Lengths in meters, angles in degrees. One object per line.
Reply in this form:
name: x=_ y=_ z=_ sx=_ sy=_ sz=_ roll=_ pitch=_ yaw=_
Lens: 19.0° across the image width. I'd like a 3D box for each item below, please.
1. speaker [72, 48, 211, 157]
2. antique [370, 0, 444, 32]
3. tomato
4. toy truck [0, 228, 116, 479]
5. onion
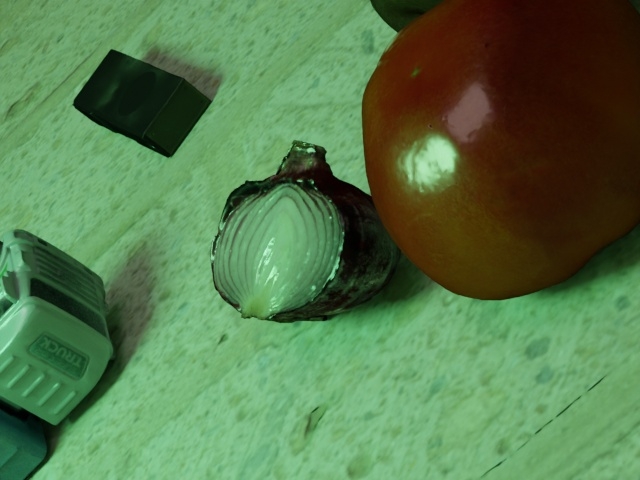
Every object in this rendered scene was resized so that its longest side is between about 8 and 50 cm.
speaker: x=-0.198 y=-0.150 z=2.081 sx=0.082 sy=0.044 sz=0.218 roll=-54 pitch=29 yaw=-4
antique: x=0.144 y=-0.213 z=1.573 sx=0.257 sy=0.143 sz=0.121 roll=9 pitch=62 yaw=55
tomato: x=0.132 y=-0.082 z=1.400 sx=0.260 sy=0.180 sz=0.260 roll=-37 pitch=34 yaw=30
toy truck: x=-0.355 y=0.168 z=1.849 sx=0.367 sy=0.146 sz=0.175 roll=-47 pitch=37 yaw=14
onion: x=0.000 y=0.000 z=1.569 sx=0.206 sy=0.098 sz=0.151 roll=11 pitch=89 yaw=56
